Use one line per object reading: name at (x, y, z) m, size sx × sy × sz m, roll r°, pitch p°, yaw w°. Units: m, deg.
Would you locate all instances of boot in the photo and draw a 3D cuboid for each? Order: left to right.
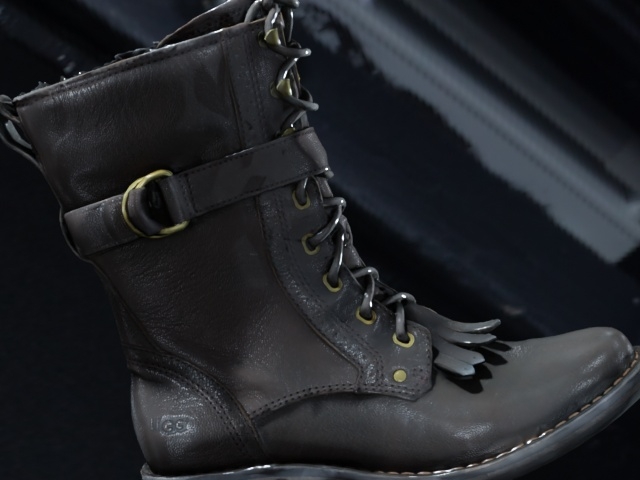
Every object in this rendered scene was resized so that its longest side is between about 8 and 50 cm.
boot at (0.000, 0.000, 0.725) m, size 0.263 × 0.091 × 0.229 m, roll -13°, pitch -84°, yaw 4°
